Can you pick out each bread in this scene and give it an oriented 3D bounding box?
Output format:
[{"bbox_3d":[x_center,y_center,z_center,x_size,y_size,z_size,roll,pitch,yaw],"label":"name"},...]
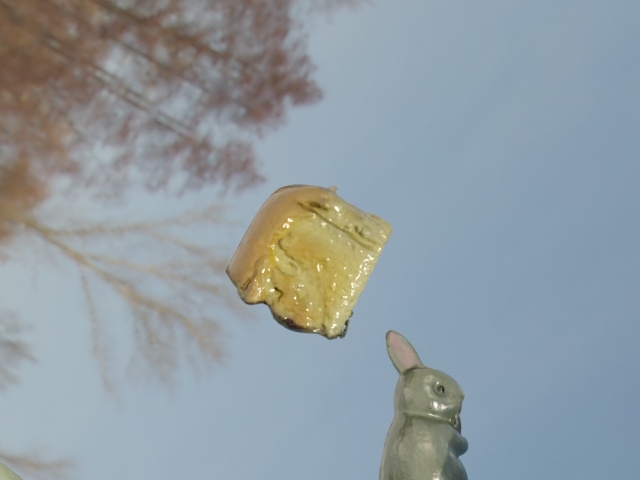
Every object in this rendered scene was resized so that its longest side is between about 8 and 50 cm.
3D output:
[{"bbox_3d":[0.001,-0.002,1.925,0.133,0.174,0.251,-63,176,36],"label":"bread"}]

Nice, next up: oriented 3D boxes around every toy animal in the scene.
[{"bbox_3d":[0.127,0.220,1.871,0.108,0.138,0.236,-4,-106,19],"label":"toy animal"}]

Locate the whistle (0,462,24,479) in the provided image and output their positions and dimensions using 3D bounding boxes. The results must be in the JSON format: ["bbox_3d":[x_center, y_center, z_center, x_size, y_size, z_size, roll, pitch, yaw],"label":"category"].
[{"bbox_3d":[-0.207,0.200,1.044,0.126,0.258,0.067,-31,-153,57],"label":"whistle"}]
